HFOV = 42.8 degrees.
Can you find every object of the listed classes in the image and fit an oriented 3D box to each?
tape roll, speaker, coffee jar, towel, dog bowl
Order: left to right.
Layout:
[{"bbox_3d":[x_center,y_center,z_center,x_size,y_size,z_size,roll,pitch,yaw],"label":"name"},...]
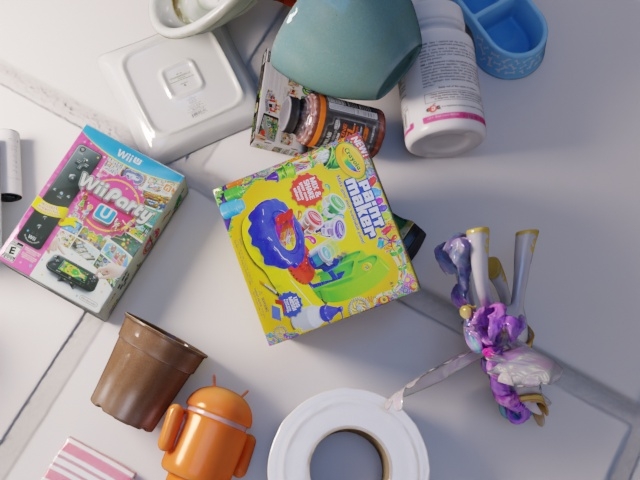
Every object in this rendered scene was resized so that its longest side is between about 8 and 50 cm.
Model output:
[{"bbox_3d":[-0.608,-0.144,1.583,0.055,0.055,0.136,-7,75,-6],"label":"speaker"},{"bbox_3d":[-0.434,0.462,1.435,0.144,0.029,0.197,28,72,5],"label":"towel"},{"bbox_3d":[0.047,0.407,1.443,0.286,0.100,0.286,1,74,-4],"label":"tape roll"},{"bbox_3d":[0.108,-0.024,1.581,0.184,0.079,0.096,34,81,7],"label":"coffee jar"},{"bbox_3d":[0.366,-0.484,1.735,0.166,0.074,0.297,-31,77,-11],"label":"dog bowl"}]

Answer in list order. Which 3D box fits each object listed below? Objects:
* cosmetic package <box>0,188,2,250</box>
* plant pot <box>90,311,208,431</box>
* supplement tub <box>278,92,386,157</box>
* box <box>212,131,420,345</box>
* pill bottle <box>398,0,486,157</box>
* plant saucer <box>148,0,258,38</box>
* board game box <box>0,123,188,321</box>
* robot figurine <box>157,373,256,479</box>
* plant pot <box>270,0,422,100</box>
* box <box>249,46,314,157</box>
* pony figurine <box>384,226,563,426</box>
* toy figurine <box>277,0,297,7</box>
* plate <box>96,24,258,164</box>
[{"bbox_3d":[-0.663,-0.081,1.524,0.117,0.085,0.231,-16,74,31],"label":"cosmetic package"},{"bbox_3d":[-0.312,0.237,1.444,0.167,0.167,0.165,28,81,5],"label":"plant pot"},{"bbox_3d":[0.021,-0.226,1.596,0.197,0.106,0.106,10,73,-19],"label":"supplement tub"},{"bbox_3d":[0.000,0.000,1.464,0.279,0.177,0.290,-22,86,6],"label":"box"},{"bbox_3d":[0.235,-0.324,1.635,0.160,0.160,0.283,-3,74,-5],"label":"pill bottle"},{"bbox_3d":[-0.179,-0.556,1.630,0.100,0.400,0.401,31,68,-40],"label":"plant saucer"},{"bbox_3d":[-0.424,-0.034,1.543,0.224,0.097,0.303,28,73,4],"label":"board game box"},{"bbox_3d":[-0.196,0.352,1.430,0.158,0.128,0.219,20,75,5],"label":"robot figurine"},{"bbox_3d":[0.074,-0.376,1.533,0.195,0.290,0.290,42,76,7],"label":"plant pot"},{"bbox_3d":[-0.072,-0.278,1.651,0.114,0.036,0.207,12,72,-17],"label":"box"},{"bbox_3d":[0.300,0.164,1.433,0.351,0.302,0.364,1,79,-49],"label":"pony figurine"},{"bbox_3d":[0.001,-0.583,1.672,0.148,0.213,0.210,14,70,-10],"label":"toy figurine"},{"bbox_3d":[-0.280,-0.320,1.661,0.277,0.045,0.278,-25,78,-11],"label":"plate"}]
